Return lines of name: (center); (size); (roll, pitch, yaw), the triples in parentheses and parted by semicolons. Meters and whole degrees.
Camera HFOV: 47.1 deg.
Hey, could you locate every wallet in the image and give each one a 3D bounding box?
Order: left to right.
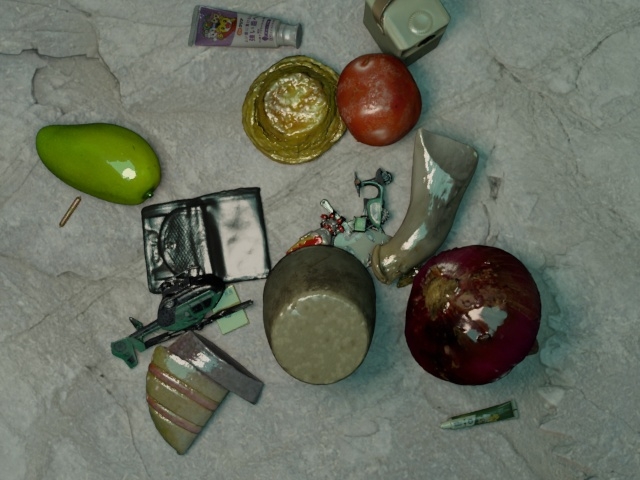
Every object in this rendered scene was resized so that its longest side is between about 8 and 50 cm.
wallet: (-0.301, -0.001, 1.912); (0.322, 0.041, 0.247); (-8, 86, -3)

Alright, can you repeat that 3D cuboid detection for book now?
book: (-0.242, 0.181, 1.917); (0.077, 0.014, 0.111); (-23, 92, -4)

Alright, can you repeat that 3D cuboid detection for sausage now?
sausage: (-0.662, -0.076, 1.939); (0.015, 0.015, 0.100); (34, 90, 2)

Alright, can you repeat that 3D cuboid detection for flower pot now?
flower pot: (-0.004, 0.187, 1.737); (0.293, 0.330, 0.294); (0, 103, 1)

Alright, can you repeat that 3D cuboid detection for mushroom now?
mushroom: (0.256, -0.068, 1.855); (0.177, 0.126, 0.397); (19, 91, -11)

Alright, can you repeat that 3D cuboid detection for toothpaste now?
toothpaste: (-0.200, -0.549, 1.917); (0.299, 0.073, 0.114); (8, 88, 10)
toothpaste: (0.408, 0.457, 1.890); (0.204, 0.031, 0.049); (-13, 90, -1)

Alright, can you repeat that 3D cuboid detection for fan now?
fan: (0.079, -0.022, 1.921); (0.152, 0.008, 0.227); (-40, 89, 0)

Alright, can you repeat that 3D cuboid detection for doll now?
doll: (0.000, 0.000, 1.899); (0.109, 0.057, 0.169); (36, 86, 10)

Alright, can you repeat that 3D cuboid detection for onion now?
onion: (0.402, 0.201, 1.786); (0.385, 0.347, 0.348); (28, 89, -33)

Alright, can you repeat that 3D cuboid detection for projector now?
projector: (0.209, -0.550, 1.815); (0.163, 0.242, 0.177); (-34, 87, -2)

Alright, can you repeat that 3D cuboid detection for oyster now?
oyster: (0.234, 0.086, 1.903); (0.051, 0.034, 0.093); (18, 93, 9)

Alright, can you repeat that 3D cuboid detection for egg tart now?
egg tart: (-0.064, -0.339, 1.876); (0.293, 0.123, 0.294); (0, 89, 3)

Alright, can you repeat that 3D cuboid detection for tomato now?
tomato: (0.154, -0.347, 1.821); (0.188, 0.232, 0.232); (-9, 88, 41)

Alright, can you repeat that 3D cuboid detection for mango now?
mango: (-0.568, -0.210, 1.869); (0.342, 0.156, 0.193); (20, 88, 3)

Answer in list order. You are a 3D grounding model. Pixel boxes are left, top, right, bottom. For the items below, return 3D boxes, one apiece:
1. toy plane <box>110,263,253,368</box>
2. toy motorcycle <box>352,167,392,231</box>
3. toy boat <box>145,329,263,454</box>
toy plane: (-0.370, 0.191, 1.866); (0.381, 0.106, 0.155); (-29, 121, 0)
toy motorcycle: (0.131, -0.105, 1.896); (0.100, 0.058, 0.173); (5, 85, 1)
toy boat: (-0.323, 0.374, 1.860); (0.293, 0.111, 0.276); (-36, 104, -4)
